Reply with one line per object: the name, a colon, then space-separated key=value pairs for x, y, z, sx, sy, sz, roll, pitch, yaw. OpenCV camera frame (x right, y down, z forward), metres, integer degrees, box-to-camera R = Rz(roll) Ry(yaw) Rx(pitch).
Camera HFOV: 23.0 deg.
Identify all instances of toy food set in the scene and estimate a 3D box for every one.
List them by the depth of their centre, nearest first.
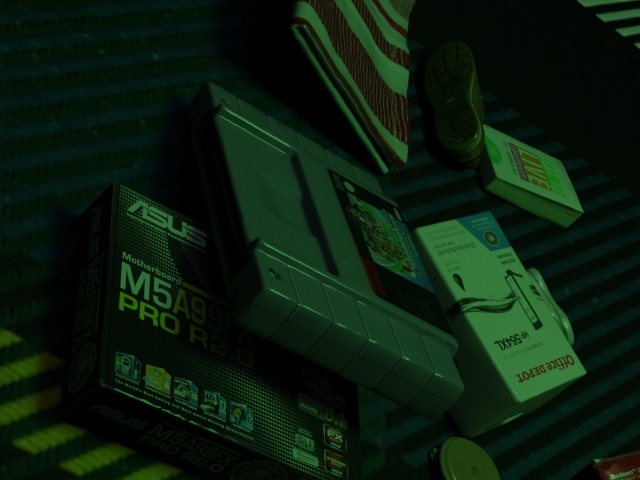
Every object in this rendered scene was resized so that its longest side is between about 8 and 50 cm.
toy food set: x=0.143 y=0.226 z=1.514 sx=0.083 sy=0.020 sz=0.083 roll=8 pitch=53 yaw=-44

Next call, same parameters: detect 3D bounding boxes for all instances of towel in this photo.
towel: x=0.041 y=-0.260 z=1.752 sx=0.237 sy=0.037 sz=0.329 roll=54 pitch=28 yaw=-37

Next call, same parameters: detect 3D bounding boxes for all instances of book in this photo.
book: x=0.245 y=-0.080 z=1.900 sx=0.144 sy=0.035 sz=0.096 roll=21 pitch=41 yaw=-34

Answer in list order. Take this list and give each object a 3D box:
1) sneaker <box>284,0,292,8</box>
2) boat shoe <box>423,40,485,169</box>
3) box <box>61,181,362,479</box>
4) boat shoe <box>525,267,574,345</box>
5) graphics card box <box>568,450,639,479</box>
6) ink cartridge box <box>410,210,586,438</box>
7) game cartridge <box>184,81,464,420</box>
sneaker: x=-0.043 y=-0.341 z=1.777 sx=0.185 sy=0.069 sz=0.084 roll=48 pitch=40 yaw=-5
boat shoe: x=0.161 y=-0.159 z=1.857 sx=0.060 sy=0.064 sz=0.178 roll=59 pitch=21 yaw=-48
box: x=-0.086 y=0.097 z=1.342 sx=0.270 sy=0.060 sz=0.216 roll=28 pitch=41 yaw=-29
boat shoe: x=0.245 y=0.079 z=1.756 sx=0.035 sy=0.035 sz=0.100 roll=-23 pitch=80 yaw=-26
graphics card box: x=0.409 y=0.380 z=1.559 sx=0.232 sy=0.094 sz=0.371 roll=-7 pitch=62 yaw=-31
ink cartridge box: x=0.161 y=0.083 z=1.607 sx=0.148 sy=0.086 sz=0.203 roll=-13 pitch=68 yaw=-52
game cartridge: x=0.000 y=0.000 z=1.440 sx=0.230 sy=0.068 sz=0.355 roll=24 pitch=25 yaw=-26
